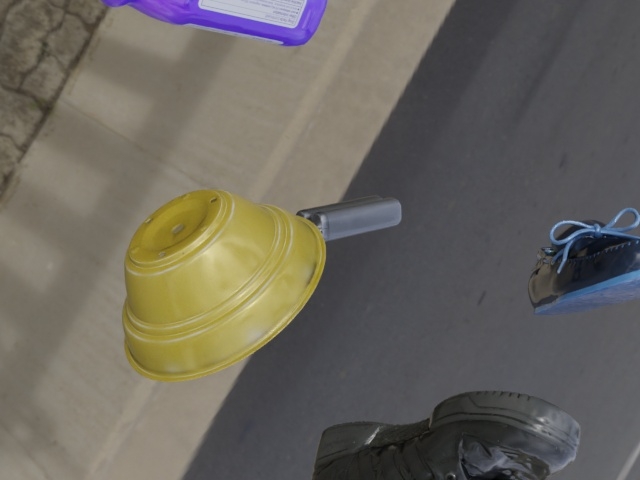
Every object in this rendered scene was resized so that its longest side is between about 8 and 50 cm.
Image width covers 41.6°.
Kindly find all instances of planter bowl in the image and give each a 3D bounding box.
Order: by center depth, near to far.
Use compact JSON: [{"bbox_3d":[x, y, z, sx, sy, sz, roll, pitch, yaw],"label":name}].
[{"bbox_3d":[-0.111,0.017,0.773,0.217,0.217,0.090,-46,125,-21],"label":"planter bowl"}]

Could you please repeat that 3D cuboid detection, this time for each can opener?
[{"bbox_3d":[0.000,0.000,1.244,0.283,0.076,0.095,-13,104,-36],"label":"can opener"}]

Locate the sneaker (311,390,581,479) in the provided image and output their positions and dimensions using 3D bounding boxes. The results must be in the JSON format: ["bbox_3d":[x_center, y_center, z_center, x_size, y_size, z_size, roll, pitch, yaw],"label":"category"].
[{"bbox_3d":[0.030,0.120,0.352,0.051,0.170,0.089,38,53,-24],"label":"sneaker"}]

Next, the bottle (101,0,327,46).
[{"bbox_3d":[-0.130,-0.259,0.813,0.283,0.118,0.092,2,126,-38],"label":"bottle"}]

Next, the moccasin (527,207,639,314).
[{"bbox_3d":[0.343,0.027,1.108,0.138,0.342,0.116,-2,80,-11],"label":"moccasin"}]
